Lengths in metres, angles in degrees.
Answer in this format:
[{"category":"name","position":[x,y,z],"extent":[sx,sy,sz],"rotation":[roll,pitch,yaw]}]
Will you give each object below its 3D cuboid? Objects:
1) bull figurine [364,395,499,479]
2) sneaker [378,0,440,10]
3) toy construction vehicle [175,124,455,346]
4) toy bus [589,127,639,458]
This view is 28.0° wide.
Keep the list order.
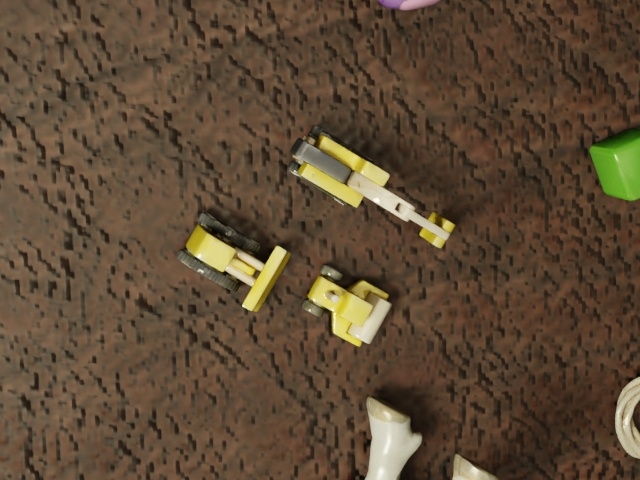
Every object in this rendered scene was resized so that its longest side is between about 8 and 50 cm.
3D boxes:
[{"category":"bull figurine","position":[0.049,0.192,0.570],"extent":[0.310,0.101,0.188],"rotation":[29,90,-15]},{"category":"sneaker","position":[-0.008,-0.202,0.509],"extent":[0.105,0.095,0.236],"rotation":[-17,97,-3]},{"category":"toy construction vehicle","position":[0.000,0.000,0.564],"extent":[0.098,0.035,0.086],"rotation":[33,90,-15]},{"category":"toy bus","position":[0.236,0.004,0.583],"extent":[0.191,0.104,0.202],"rotation":[-9,100,-11]}]
